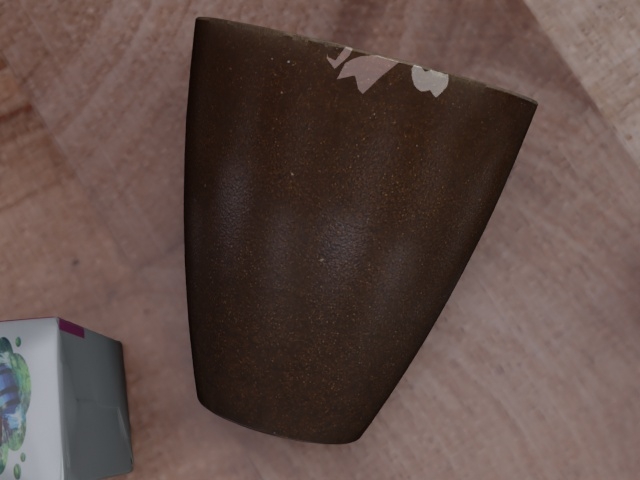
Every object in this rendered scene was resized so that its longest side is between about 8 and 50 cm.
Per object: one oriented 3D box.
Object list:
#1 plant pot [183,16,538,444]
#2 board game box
[{"bbox_3d":[0.000,0.000,0.827,0.215,0.215,0.230,15,95,4],"label":"plant pot"},{"bbox_3d":[-0.280,0.111,0.789,0.303,0.224,0.098,-6,81,0],"label":"board game box"}]
